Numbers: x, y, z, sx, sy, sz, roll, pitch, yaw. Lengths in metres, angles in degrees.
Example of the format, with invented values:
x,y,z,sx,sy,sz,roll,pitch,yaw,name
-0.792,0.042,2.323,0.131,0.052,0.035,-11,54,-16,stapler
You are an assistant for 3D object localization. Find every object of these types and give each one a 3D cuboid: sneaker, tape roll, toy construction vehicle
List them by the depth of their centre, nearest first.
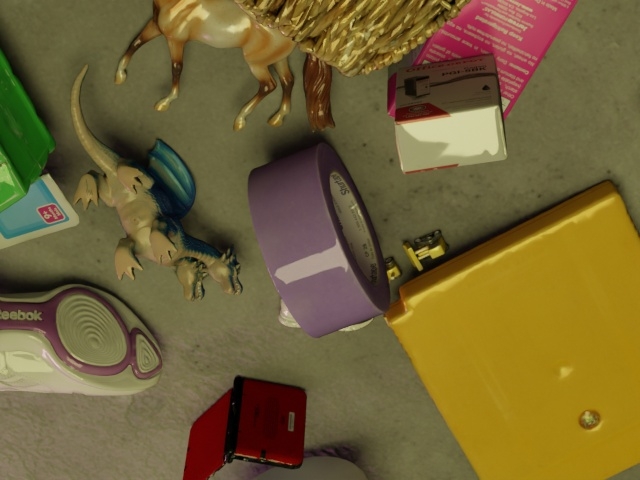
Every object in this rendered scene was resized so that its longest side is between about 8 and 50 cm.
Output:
x,y,z,sx,sy,sz,roll,pitch,yaw,name
0.000,0.000,1.856,0.080,0.189,0.189,-21,117,14,tape roll
0.102,0.045,1.966,0.098,0.035,0.086,-21,117,13,toy construction vehicle
0.007,0.073,1.983,0.109,0.040,0.044,1,118,1,sneaker
-0.327,0.113,1.996,0.305,0.114,0.152,13,152,-16,sneaker

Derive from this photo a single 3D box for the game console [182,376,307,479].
x,y,z,sx,sy,sz,roll,pitch,yaw,name
-0.084,0.227,2.014,0.124,0.144,0.085,11,120,-5,game console

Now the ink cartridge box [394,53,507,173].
x,y,z,sx,sy,sz,roll,pitch,yaw,name
0.121,-0.120,1.687,0.099,0.135,0.056,-9,116,7,ink cartridge box

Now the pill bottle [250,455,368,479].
x,y,z,sx,sy,sz,roll,pitch,yaw,name
0.018,0.445,2.096,0.210,0.210,0.363,-13,119,9,pill bottle

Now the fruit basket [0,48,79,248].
x,y,z,sx,sy,sz,roll,pitch,yaw,name
-0.470,-0.091,1.837,0.353,0.165,0.327,-19,117,16,fruit basket

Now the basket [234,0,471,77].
x,y,z,sx,sy,sz,roll,pitch,yaw,name
0.061,-0.329,1.658,0.213,0.223,0.299,30,115,-19,basket

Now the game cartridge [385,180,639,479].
x,y,z,sx,sy,sz,roll,pitch,yaw,name
0.260,0.129,1.984,0.285,0.053,0.324,-27,113,7,game cartridge

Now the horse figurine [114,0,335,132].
x,y,z,sx,sy,sz,roll,pitch,yaw,name
-0.097,-0.198,1.819,0.263,0.066,0.174,16,125,-5,horse figurine

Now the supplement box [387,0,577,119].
x,y,z,sx,sy,sz,roll,pitch,yaw,name
0.161,-0.211,1.775,0.114,0.111,0.220,25,118,-11,supplement box

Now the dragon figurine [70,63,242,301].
x,y,z,sx,sy,sz,roll,pitch,yaw,name
-0.186,-0.048,1.894,0.085,0.144,0.289,-29,96,19,dragon figurine
